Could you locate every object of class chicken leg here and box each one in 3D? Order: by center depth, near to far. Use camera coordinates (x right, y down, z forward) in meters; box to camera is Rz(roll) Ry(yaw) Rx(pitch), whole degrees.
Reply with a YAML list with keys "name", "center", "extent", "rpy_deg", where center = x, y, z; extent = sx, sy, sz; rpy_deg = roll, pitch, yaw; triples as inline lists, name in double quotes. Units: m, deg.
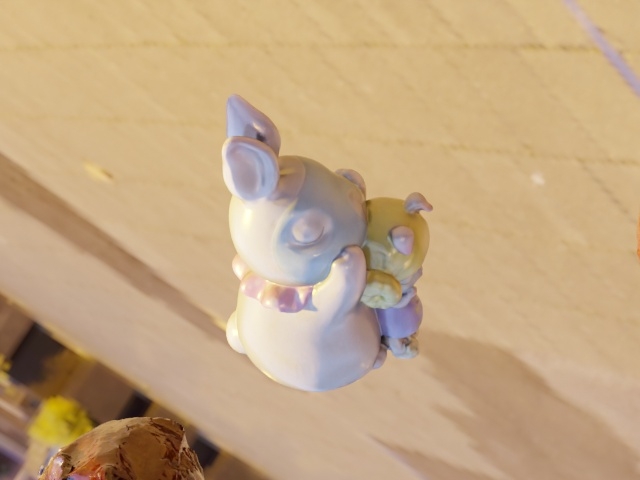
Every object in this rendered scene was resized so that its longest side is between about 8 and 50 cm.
- name: "chicken leg"
  center: [-0.108, 0.168, 0.708]
  extent: [0.093, 0.113, 0.304]
  rpy_deg: [37, -170, -8]

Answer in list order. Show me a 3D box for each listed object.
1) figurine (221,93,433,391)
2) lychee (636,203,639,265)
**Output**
- name: "figurine"
  center: [0.000, 0.000, 1.104]
  extent: [0.155, 0.127, 0.235]
  rpy_deg: [9, 137, 12]
- name: "lychee"
  center: [0.331, -0.004, 1.017]
  extent: [0.255, 0.300, 0.255]
  rpy_deg: [11, -177, -1]
